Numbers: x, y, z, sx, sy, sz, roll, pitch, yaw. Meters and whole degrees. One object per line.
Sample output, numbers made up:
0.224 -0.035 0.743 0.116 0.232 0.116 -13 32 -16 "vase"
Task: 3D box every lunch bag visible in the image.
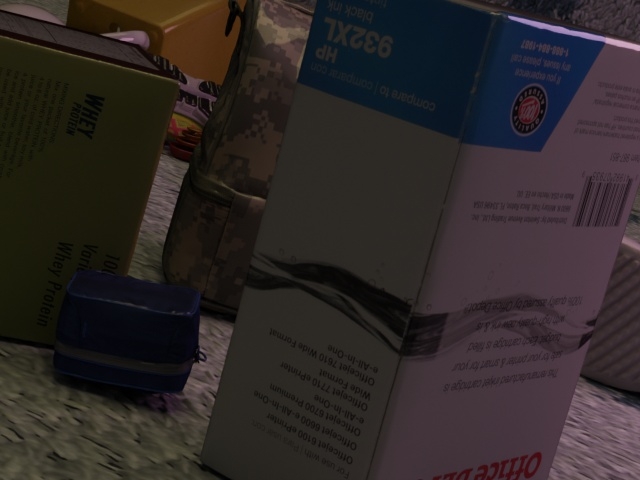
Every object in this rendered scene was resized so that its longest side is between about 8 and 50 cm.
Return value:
-0.122 0.064 0.969 0.098 0.065 0.067 12 14 0 "lunch bag"
0.039 -0.056 1.266 0.305 0.256 0.212 16 12 -7 "lunch bag"

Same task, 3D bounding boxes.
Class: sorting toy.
-0.129 -0.112 1.793 0.102 0.042 0.061 11 13 -26 "sorting toy"

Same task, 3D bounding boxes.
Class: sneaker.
-0.170 -0.152 1.841 0.208 0.094 0.081 31 38 -32 "sneaker"
0.226 0.032 1.421 0.366 0.135 0.150 24 16 24 "sneaker"

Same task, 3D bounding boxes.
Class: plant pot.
-0.226 -0.257 1.948 0.212 0.212 0.187 24 30 18 "plant pot"

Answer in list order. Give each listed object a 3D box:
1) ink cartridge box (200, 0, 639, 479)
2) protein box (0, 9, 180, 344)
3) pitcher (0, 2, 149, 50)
0.075 0.009 0.906 0.129 0.307 0.223 23 14 35 "ink cartridge box"
-0.229 -0.052 1.017 0.201 0.200 0.136 12 13 -21 "protein box"
-0.316 -0.222 1.769 0.177 0.125 0.207 -19 -6 22 "pitcher"
